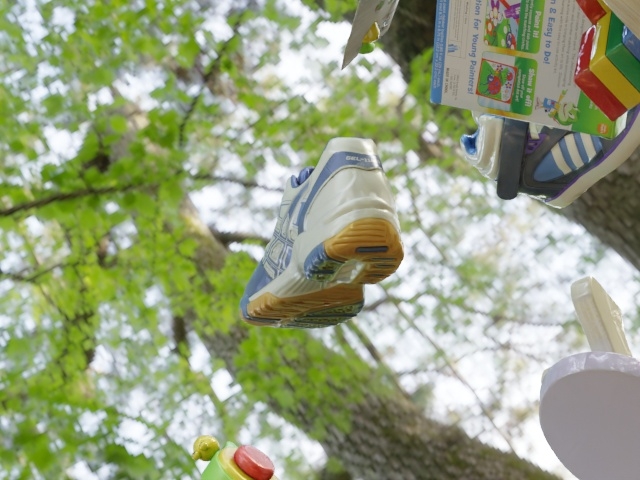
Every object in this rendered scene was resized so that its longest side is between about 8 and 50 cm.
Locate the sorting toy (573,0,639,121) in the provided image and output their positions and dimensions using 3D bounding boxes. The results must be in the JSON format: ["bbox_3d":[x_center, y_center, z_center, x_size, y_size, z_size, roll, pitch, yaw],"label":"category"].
[{"bbox_3d":[0.295,-0.136,0.936,0.089,0.257,0.255,-40,14,33],"label":"sorting toy"}]

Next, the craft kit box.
[{"bbox_3d":[0.261,-0.269,1.440,0.061,0.246,0.250,-32,-48,-50],"label":"craft kit box"}]

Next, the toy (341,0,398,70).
[{"bbox_3d":[0.074,-0.365,1.655,0.137,0.056,0.237,-45,-21,-40],"label":"toy"}]

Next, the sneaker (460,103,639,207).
[{"bbox_3d":[0.360,-0.195,1.874,0.236,0.130,0.323,26,-42,-12],"label":"sneaker"}]

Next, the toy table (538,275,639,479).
[{"bbox_3d":[0.357,0.171,1.335,0.252,0.161,0.274,-15,-53,26],"label":"toy table"}]

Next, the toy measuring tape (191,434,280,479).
[{"bbox_3d":[-0.080,0.410,1.792,0.121,0.330,0.121,-42,-22,-21],"label":"toy measuring tape"}]

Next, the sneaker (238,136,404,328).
[{"bbox_3d":[0.000,0.000,1.179,0.111,0.131,0.296,5,-23,-24],"label":"sneaker"}]
